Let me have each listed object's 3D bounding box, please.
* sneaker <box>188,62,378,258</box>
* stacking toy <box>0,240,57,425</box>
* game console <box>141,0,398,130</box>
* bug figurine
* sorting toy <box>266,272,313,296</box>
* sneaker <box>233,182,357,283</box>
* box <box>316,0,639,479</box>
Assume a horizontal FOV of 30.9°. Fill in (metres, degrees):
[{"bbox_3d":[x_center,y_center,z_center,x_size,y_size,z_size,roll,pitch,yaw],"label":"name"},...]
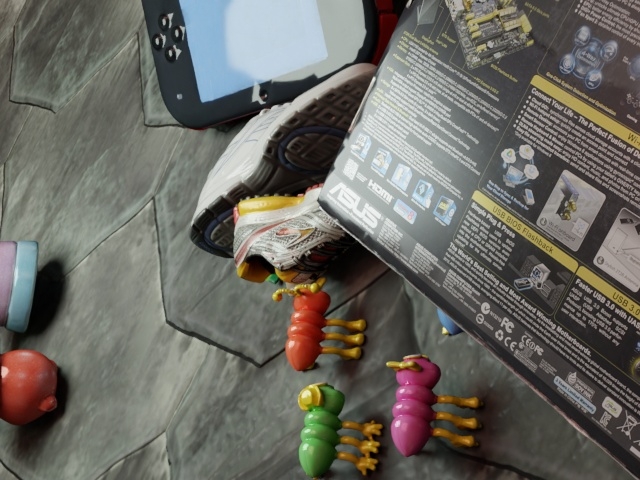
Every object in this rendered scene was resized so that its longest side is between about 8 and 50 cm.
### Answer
[{"bbox_3d":[-0.043,-0.107,1.285,0.297,0.111,0.129,-36,38,27],"label":"sneaker"},{"bbox_3d":[-0.440,0.165,1.606,0.279,0.130,0.309,116,155,-43],"label":"stacking toy"},{"bbox_3d":[-0.088,-0.324,1.364,0.386,0.060,0.342,-10,97,45],"label":"game console"},{"bbox_3d":[0.051,0.106,1.065,0.279,0.072,0.216,-20,54,40],"label":"bug figurine"},{"bbox_3d":[-0.030,0.030,1.254,0.083,0.012,0.062,-40,43,25],"label":"sorting toy"},{"bbox_3d":[0.000,0.000,1.182,0.225,0.088,0.093,-10,68,44],"label":"sneaker"},{"bbox_3d":[0.195,-0.064,0.873,0.395,0.097,0.318,41,116,41],"label":"box"}]
